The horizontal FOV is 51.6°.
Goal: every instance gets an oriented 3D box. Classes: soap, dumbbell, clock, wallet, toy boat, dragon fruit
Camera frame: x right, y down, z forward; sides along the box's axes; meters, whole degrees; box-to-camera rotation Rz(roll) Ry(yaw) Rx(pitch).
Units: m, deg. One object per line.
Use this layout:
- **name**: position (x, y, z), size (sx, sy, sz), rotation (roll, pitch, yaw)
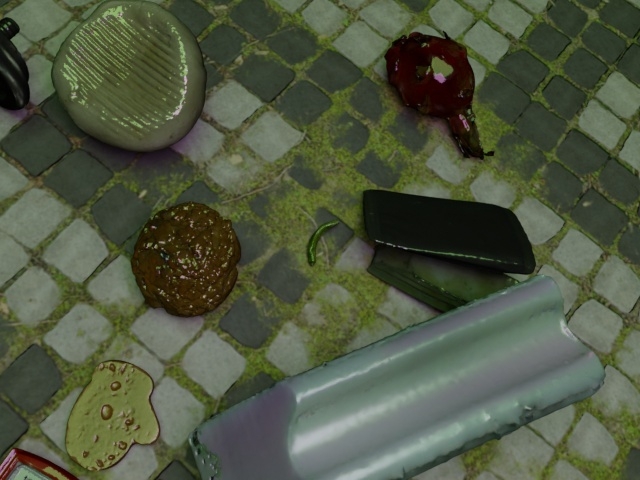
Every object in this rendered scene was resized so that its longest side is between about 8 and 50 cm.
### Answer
- **soap**: position (0.074, 0.209, 0.794), size (0.446, 0.261, 0.156), rotation (-20, 74, -15)
- **dumbbell**: position (-0.523, -0.208, 0.895), size (0.192, 0.192, 0.290), rotation (36, 67, 5)
- **clock**: position (-0.357, 0.338, 0.781), size (0.113, 0.061, 0.155), rotation (29, 63, 2)
- **wallet**: position (0.183, -0.015, 0.981), size (0.245, 0.052, 0.168), rotation (10, 31, -4)
- **toy boat**: position (0.215, 0.072, 0.984), size (0.293, 0.055, 0.093), rotation (22, 64, -1)
- **dragon fruit**: position (0.204, -0.235, 1.083), size (0.125, 0.125, 0.246), rotation (-32, 94, -33)

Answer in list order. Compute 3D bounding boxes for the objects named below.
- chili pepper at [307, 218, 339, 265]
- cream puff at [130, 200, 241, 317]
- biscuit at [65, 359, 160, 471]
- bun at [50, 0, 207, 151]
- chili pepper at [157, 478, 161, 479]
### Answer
- **chili pepper**: position (0.000, 0.000, 0.996), size (0.030, 0.017, 0.083), rotation (25, 70, 0)
- **cream puff**: position (-0.181, 0.023, 0.902), size (0.150, 0.115, 0.165), rotation (-20, 74, -12)
- **biscuit**: position (-0.262, 0.231, 0.857), size (0.118, 0.023, 0.140), rotation (26, 66, 1)
- **bun**: position (-0.268, -0.238, 0.979), size (0.231, 0.133, 0.231), rotation (0, 89, 4)
- **chili pepper**: position (-0.203, 0.384, 0.791), size (0.059, 0.050, 0.191), rotation (-3, 61, 7)
